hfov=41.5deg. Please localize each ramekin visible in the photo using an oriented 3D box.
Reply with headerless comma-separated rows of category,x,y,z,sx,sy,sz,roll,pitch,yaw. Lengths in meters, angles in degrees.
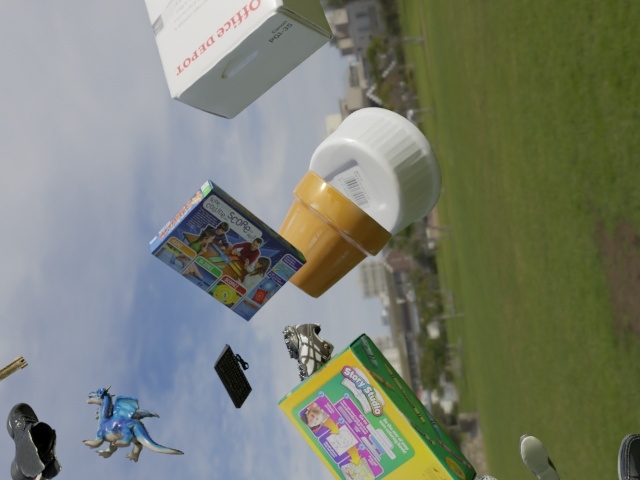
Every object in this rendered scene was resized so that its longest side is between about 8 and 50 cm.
ramekin,0.107,-0.132,1.817,0.135,0.277,0.277,-38,-52,-40

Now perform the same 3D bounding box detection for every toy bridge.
toy bridge,-0.636,0.277,1.582,0.026,0.188,0.063,57,155,-3

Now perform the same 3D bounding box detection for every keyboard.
keyboard,-0.224,0.353,2.250,0.108,0.023,0.180,-61,-37,-41

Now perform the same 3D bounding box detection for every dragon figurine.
dragon figurine,-0.395,0.374,1.752,0.085,0.289,0.144,51,-135,-39

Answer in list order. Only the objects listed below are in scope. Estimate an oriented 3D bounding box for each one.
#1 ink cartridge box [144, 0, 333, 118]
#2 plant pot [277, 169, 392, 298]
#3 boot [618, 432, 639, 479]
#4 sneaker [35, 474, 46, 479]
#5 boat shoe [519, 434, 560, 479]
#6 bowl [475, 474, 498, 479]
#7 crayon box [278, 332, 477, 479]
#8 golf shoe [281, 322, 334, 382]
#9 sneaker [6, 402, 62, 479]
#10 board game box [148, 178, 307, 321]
ink cartridge box,-0.129,-0.339,1.151,0.117,0.207,0.283,14,-130,-51
plant pot,0.000,0.000,1.619,0.205,0.188,0.205,39,-178,-2
boot,0.591,0.460,1.490,0.178,0.085,0.236,60,-152,-76
sneaker,-0.562,0.471,1.593,0.118,0.067,0.042,-78,-5,-50
boat shoe,0.405,0.406,1.580,0.137,0.049,0.043,54,-172,-26
bowl,0.406,0.601,1.936,0.170,0.080,0.170,62,178,4
crayon box,0.086,0.305,1.310,0.278,0.165,0.081,51,-156,6
golf shoe,-0.007,0.248,1.739,0.077,0.094,0.198,90,160,-54
sneaker,-0.421,0.291,1.248,0.051,0.089,0.170,21,-149,-35
board game box,-0.137,0.019,1.274,0.201,0.136,0.035,40,-170,-31
